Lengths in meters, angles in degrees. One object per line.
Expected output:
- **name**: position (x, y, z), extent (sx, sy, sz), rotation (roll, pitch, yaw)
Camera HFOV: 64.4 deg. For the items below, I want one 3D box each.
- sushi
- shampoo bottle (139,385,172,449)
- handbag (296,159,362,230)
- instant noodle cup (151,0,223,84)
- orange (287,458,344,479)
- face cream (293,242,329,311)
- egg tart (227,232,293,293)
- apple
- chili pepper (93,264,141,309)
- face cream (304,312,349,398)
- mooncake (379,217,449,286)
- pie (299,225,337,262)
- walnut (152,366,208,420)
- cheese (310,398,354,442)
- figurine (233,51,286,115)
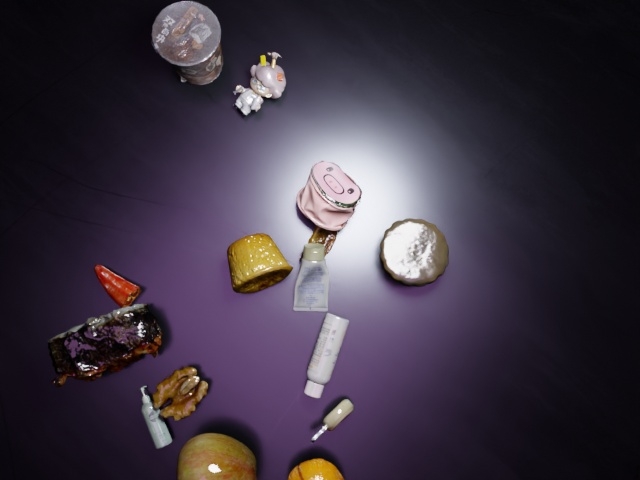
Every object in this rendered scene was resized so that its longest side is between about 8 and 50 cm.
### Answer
- **sushi**: position (-0.669, 0.322, 1.558), extent (0.344, 0.196, 0.181), rotation (-24, 78, -5)
- **shampoo bottle**: position (-0.530, 0.555, 1.603), extent (0.056, 0.056, 0.195), rotation (-25, 85, -4)
- **handbag**: position (0.029, -0.144, 1.640), extent (0.205, 0.116, 0.179), rotation (46, 44, 11)
- **instant noodle cup**: position (-0.420, -0.632, 1.670), extent (0.218, 0.207, 0.217), rotation (0, 84, -2)
- **orange**: position (-0.013, 0.766, 1.542), extent (0.194, 0.161, 0.193), rotation (1, 79, -5)
- **face cream**: position (-0.028, 0.125, 1.661), extent (0.114, 0.070, 0.223), rotation (2, 103, -3)
- **egg tart**: position (-0.200, 0.068, 1.612), extent (0.203, 0.202, 0.147), rotation (-20, 73, -4)
- **apple**: position (-0.303, 0.701, 1.495), extent (0.234, 0.257, 0.256), rotation (1, 83, -6)
- **chili pepper**: position (-0.671, 0.137, 1.647), extent (0.169, 0.065, 0.088), rotation (39, 83, 6)
- **face cream**: position (0.014, 0.371, 1.630), extent (0.082, 0.082, 0.268), rotation (19, 84, 0)
- **mooncake**: position (0.300, 0.043, 1.658), extent (0.229, 0.124, 0.228), rotation (0, 79, 2)
- **pie**: position (0.003, -0.001, 1.696), extent (0.088, 0.033, 0.191), rotation (25, 91, -10)
- **walnut**: position (-0.440, 0.484, 1.608), extent (0.170, 0.069, 0.143), rotation (-38, 85, -7)
- **cheese**: position (0.034, 0.571, 1.603), extent (0.171, 0.092, 0.047), rotation (-42, 71, -13)
- **figurine**: position (-0.197, -0.519, 1.717), extent (0.137, 0.112, 0.229), rotation (45, 97, 11)
